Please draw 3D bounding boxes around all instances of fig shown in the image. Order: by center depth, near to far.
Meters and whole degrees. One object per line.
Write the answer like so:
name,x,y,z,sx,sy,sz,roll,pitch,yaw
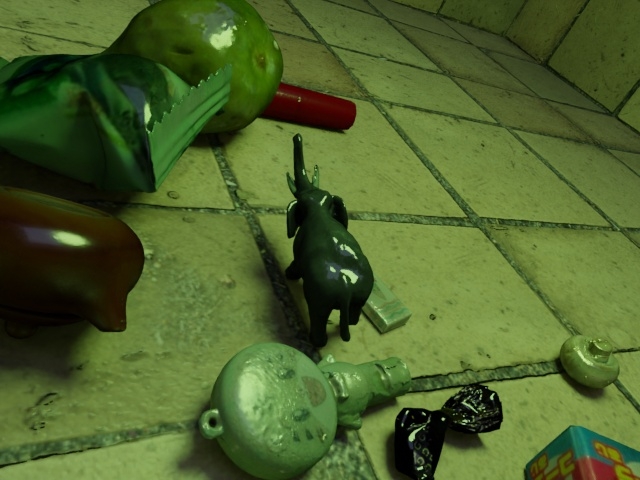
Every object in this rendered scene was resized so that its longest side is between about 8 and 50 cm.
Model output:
fig,-0.223,-0.268,0.876,0.233,0.314,0.233,53,24,-37

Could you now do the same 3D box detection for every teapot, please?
teapot,-0.281,0.020,0.498,0.252,0.135,0.178,16,-3,17

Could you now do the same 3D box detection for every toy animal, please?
toy animal,-0.002,0.004,0.667,0.082,0.137,0.269,-8,53,-13

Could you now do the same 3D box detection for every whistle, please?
whistle,-0.008,0.159,0.535,0.258,0.067,0.126,-2,56,-40

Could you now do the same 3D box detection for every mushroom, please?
mushroom,0.391,0.172,0.769,0.084,0.067,0.083,11,38,-9

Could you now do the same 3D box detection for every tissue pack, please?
tissue pack,0.071,0.075,0.727,0.056,0.023,0.108,-15,51,-42

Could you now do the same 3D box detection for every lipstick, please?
lipstick,-0.061,-0.274,1.057,0.280,0.073,0.073,5,40,-29

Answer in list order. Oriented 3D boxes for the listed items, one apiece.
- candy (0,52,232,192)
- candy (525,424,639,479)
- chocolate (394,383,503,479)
candy,-0.337,-0.164,0.663,0.398,0.171,0.262,11,31,0
candy,0.293,0.336,0.468,0.157,0.100,0.305,24,34,-5
chocolate,0.135,0.199,0.574,0.147,0.070,0.072,-6,41,-44
